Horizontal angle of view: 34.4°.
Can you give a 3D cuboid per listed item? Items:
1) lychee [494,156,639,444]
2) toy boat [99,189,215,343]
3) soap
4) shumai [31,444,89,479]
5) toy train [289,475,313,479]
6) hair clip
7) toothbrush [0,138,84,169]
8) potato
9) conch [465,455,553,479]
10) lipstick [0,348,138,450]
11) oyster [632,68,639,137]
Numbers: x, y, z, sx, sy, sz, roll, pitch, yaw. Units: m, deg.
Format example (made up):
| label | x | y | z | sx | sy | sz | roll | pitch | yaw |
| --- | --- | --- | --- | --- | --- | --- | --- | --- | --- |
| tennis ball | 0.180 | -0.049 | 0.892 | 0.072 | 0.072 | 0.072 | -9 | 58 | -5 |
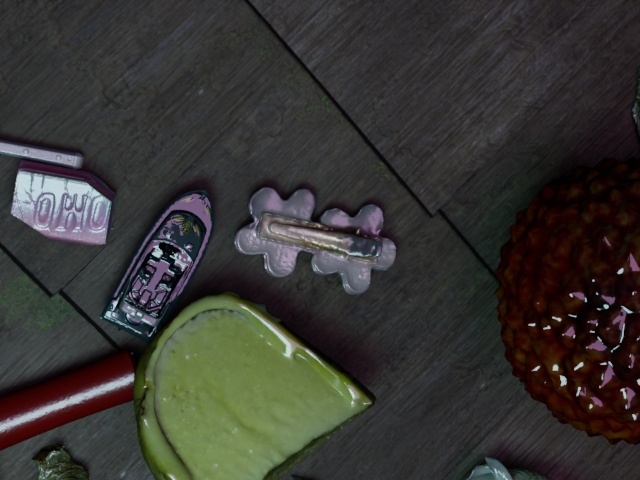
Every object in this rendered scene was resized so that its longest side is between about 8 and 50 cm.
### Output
| label | x | y | z | sx | sy | sz | roll | pitch | yaw |
| --- | --- | --- | --- | --- | --- | --- | --- | --- | --- |
| lychee | 0.479 | 0.063 | 1.543 | 0.424 | 0.424 | 0.500 | 39 | 63 | -16 |
| toy boat | -0.228 | 0.034 | 1.512 | 0.093 | 0.103 | 0.246 | 30 | 86 | -12 |
| soap | -0.364 | -0.050 | 1.481 | 0.149 | 0.056 | 0.100 | 11 | 108 | -16 |
| shumai | -0.398 | 0.347 | 1.539 | 0.083 | 0.082 | 0.080 | -35 | 67 | -20 |
| toy train | -0.052 | 0.481 | 1.643 | 0.043 | 0.047 | 0.207 | 15 | 92 | -14 |
| hair clip | -0.002 | -0.001 | 1.582 | 0.257 | 0.075 | 0.146 | 12 | 92 | -9 |
| toothbrush | -0.506 | -0.142 | 1.453 | 0.342 | 0.030 | 0.025 | 10 | 95 | -15 |
| potato | -0.146 | 0.244 | 1.524 | 0.330 | 0.213 | 0.280 | -34 | 83 | -33 |
| conch | 0.319 | 0.441 | 1.690 | 0.172 | 0.131 | 0.200 | -36 | 76 | 19 |
| lipstick | -0.378 | 0.233 | 1.511 | 0.241 | 0.080 | 0.080 | -19 | 102 | -10 |
| oyster | 0.579 | -0.202 | 1.705 | 0.125 | 0.064 | 0.177 | -3 | 109 | 1 |
